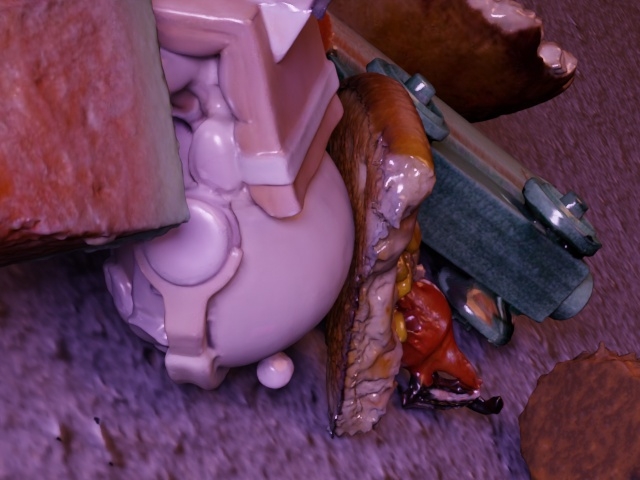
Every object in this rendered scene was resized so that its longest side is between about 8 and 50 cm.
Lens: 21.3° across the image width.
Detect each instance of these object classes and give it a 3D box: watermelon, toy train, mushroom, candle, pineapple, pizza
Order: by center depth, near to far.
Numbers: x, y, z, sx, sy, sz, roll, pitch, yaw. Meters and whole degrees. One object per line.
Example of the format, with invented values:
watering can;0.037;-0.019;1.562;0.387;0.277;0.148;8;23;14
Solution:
watermelon;-0.185;-0.035;0.596;0.257;0.193;0.139;-27;110;-70
pizza;0.030;0.012;0.877;0.052;0.195;0.185;3;18;-7
candle;0.000;0.000;0.975;0.302;0.059;0.084;44;34;-16
toy train;0.063;-0.047;1.113;0.285;0.116;0.177;33;17;-34
pineapple;0.241;0.141;1.120;0.277;0.119;0.130;24;42;-47
mushroom;0.126;-0.203;1.218;0.233;0.302;0.208;22;-41;64

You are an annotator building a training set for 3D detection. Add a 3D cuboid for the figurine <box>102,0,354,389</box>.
figurine;-0.055;-0.031;0.790;0.162;0.141;0.236;-75;165;-52
